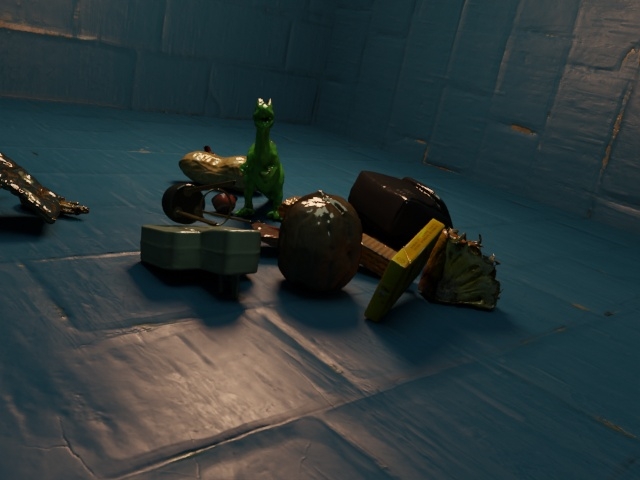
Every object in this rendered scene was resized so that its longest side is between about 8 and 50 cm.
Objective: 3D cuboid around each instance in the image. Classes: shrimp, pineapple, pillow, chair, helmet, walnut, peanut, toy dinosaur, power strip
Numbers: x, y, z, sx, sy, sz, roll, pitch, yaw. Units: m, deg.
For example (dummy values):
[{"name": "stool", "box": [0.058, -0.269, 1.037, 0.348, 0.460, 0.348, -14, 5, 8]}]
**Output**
[{"name": "shrimp", "box": [-0.655, -0.090, 1.567, 0.178, 0.034, 0.124, 7, 10, -2]}, {"name": "pineapple", "box": [0.325, 0.078, 1.488, 0.236, 0.186, 0.114, 50, -3, -19]}, {"name": "pillow", "box": [-0.058, 0.002, 1.609, 0.248, 0.049, 0.135, 13, 16, -26]}, {"name": "chair", "box": [-0.247, -0.071, 1.356, 0.221, 0.104, 0.095, 10, -22, 42]}, {"name": "helmet", "box": [-0.274, -0.101, 1.816, 0.084, 0.065, 0.049, 8, 54, -43]}, {"name": "walnut", "box": [0.000, 0.000, 1.384, 0.224, 0.224, 0.224, 11, 17, -3]}, {"name": "peanut", "box": [-0.323, -0.232, 2.083, 0.298, 0.120, 0.136, 7, -28, -11]}, {"name": "toy dinosaur", "box": [-0.172, -0.262, 1.893, 0.144, 0.374, 0.500, 3, 20, -2]}, {"name": "pillow", "box": [-0.690, -0.143, 1.391, 0.255, 0.034, 0.189, 41, 3, -28]}, {"name": "power strip", "box": [-0.231, 0.036, 1.325, 0.229, 0.141, 0.261, -1, 7, -39]}]

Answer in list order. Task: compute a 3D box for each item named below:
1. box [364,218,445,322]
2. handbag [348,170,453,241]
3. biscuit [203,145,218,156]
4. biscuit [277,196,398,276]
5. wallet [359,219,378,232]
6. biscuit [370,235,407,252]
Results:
[{"name": "box", "box": [0.188, 0.060, 1.358, 0.043, 0.152, 0.269, 30, 32, 15]}, {"name": "handbag", "box": [0.264, -0.090, 1.855, 0.275, 0.178, 0.302, 16, 13, -30]}, {"name": "biscuit", "box": [-0.326, -0.258, 2.242, 0.235, 0.063, 0.151, 28, 7, -26]}, {"name": "biscuit", "box": [0.065, -0.006, 1.596, 0.378, 0.054, 0.094, 30, 23, 13]}, {"name": "wallet", "box": [0.045, -0.054, 1.910, 0.255, 0.031, 0.137, 0, 17, -39]}, {"name": "biscuit", "box": [0.146, 0.019, 1.740, 0.236, 0.039, 0.180, 8, 18, -6]}]
